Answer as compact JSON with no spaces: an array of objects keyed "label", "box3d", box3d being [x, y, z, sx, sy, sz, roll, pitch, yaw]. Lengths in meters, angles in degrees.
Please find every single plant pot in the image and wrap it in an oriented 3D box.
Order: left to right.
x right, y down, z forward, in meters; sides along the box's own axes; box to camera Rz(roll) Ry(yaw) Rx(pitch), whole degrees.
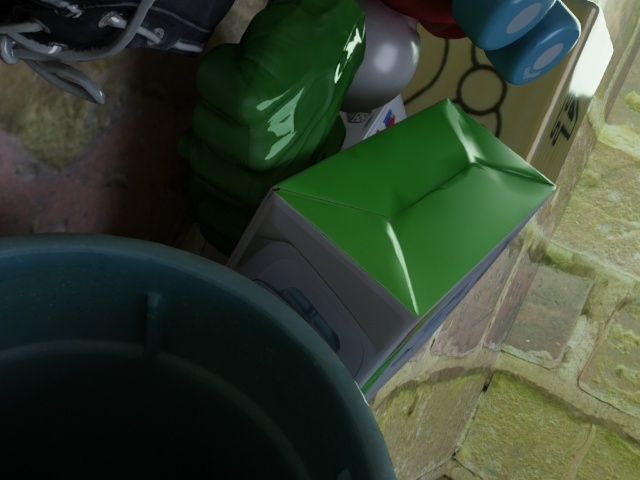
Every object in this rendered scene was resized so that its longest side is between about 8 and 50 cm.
[{"label":"plant pot","box3d":[-0.147,0.231,0.514,0.341,0.341,0.334,-47,159,-36]}]

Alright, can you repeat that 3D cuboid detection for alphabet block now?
[{"label":"alphabet block","box3d":[0.205,-0.181,0.999,0.193,0.192,0.197,10,105,-65]}]

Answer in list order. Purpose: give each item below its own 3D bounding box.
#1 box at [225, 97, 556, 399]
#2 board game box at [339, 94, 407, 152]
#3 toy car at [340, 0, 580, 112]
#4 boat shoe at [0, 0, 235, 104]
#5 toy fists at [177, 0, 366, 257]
[{"label":"box","box3d":[0.027,0.037,0.665,0.262,0.127,0.231,-33,160,-52]},{"label":"board game box","box3d":[0.000,0.000,0.903,0.305,0.053,0.193,-57,157,-13]},{"label":"toy car","box3d":[0.041,-0.184,0.696,0.238,0.219,0.210,-40,163,16]},{"label":"boat shoe","box3d":[-0.129,-0.133,0.429,0.105,0.113,0.306,-60,174,19]},{"label":"toy fists","box3d":[-0.042,-0.069,0.649,0.279,0.096,0.142,106,8,-69]}]
